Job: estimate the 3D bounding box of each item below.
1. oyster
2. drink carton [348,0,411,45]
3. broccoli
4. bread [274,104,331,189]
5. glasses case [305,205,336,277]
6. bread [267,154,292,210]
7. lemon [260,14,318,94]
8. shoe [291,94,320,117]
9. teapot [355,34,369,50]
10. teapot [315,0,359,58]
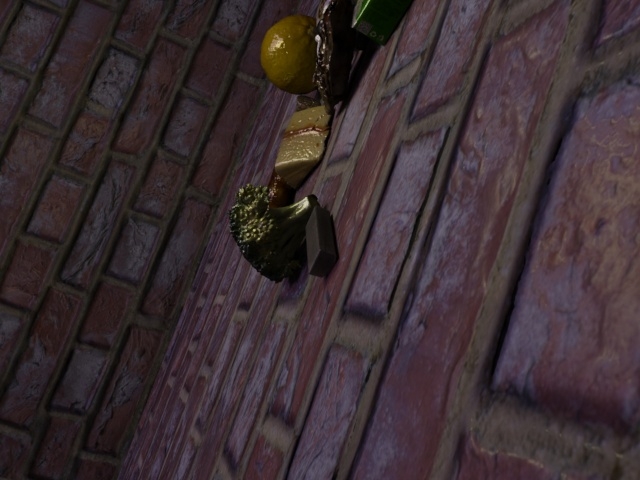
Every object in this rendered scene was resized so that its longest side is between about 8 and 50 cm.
[{"bbox_3d":[0.044,-0.562,1.707,0.221,0.096,0.361,-42,-38,-49],"label":"oyster"},{"bbox_3d":[0.184,-0.665,1.520,0.271,0.108,0.161,-54,22,40],"label":"drink carton"},{"bbox_3d":[-0.108,-0.041,1.525,0.243,0.263,0.247,-31,-4,17],"label":"broccoli"},{"bbox_3d":[-0.021,-0.296,1.832,0.178,0.135,0.240,-5,57,34],"label":"bread"},{"bbox_3d":[0.000,0.000,1.355,0.205,0.047,0.071,-97,29,-58],"label":"glasses case"},{"bbox_3d":[-0.127,-0.202,1.923,0.124,0.084,0.344,125,160,-65],"label":"bread"},{"bbox_3d":[-0.077,-0.652,2.042,0.293,0.293,0.293,-57,20,33],"label":"lemon"},{"bbox_3d":[-0.056,-0.432,2.031,0.180,0.089,0.092,-83,10,-47],"label":"shoe"},{"bbox_3d":[0.140,-0.619,1.726,0.043,0.043,0.111,-121,50,-70],"label":"teapot"},{"bbox_3d":[0.075,-0.692,1.819,0.298,0.139,0.204,-60,-21,12],"label":"teapot"}]
